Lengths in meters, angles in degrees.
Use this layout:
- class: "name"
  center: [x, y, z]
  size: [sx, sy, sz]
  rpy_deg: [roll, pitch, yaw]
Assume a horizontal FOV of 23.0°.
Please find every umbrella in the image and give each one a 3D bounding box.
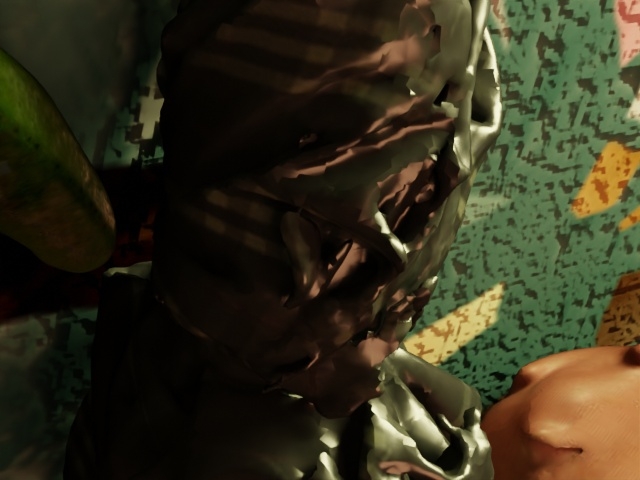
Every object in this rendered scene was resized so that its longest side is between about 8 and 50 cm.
- class: "umbrella"
  center: [-0.001, -0.003, 0.459]
  size: [0.128, 0.154, 0.337]
  rpy_deg: [3, 104, -15]

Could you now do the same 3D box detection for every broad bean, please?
- class: "broad bean"
  center: [-0.115, -0.041, 0.365]
  size: [0.195, 0.046, 0.061]
  rpy_deg: [18, 119, -47]

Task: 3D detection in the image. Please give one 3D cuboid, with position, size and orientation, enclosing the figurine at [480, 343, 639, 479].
- class: "figurine"
  center: [0.107, 0.150, 0.627]
  size: [0.387, 0.166, 0.207]
  rpy_deg: [-46, 173, -37]
